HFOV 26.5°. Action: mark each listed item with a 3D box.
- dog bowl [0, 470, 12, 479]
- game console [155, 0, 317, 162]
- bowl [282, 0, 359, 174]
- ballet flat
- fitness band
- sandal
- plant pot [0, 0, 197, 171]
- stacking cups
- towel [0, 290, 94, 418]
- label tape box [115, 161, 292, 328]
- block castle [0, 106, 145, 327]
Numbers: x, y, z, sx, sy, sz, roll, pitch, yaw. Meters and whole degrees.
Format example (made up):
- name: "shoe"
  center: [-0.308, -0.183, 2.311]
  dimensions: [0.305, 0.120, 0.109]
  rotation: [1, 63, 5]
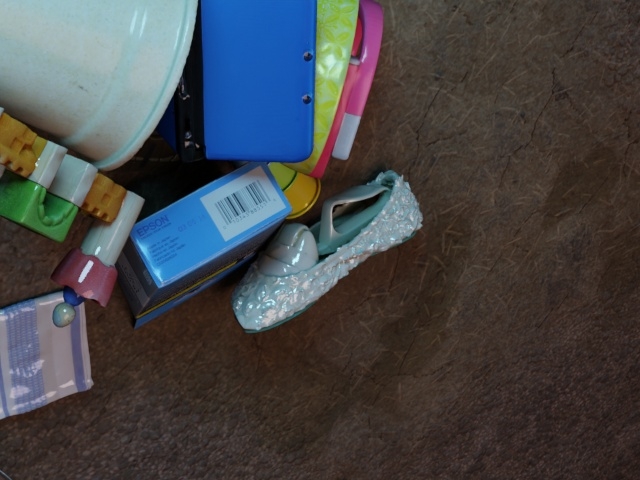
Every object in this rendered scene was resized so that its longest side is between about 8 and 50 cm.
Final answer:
- name: "dog bowl"
  center: [-0.599, 0.478, 2.073]
  dimensions: [0.348, 0.102, 0.349]
  rotation: [-1, 95, -16]
- name: "game console"
  center: [-0.140, -0.268, 1.897]
  dimensions: [0.173, 0.250, 0.293]
  rotation: [-16, 129, -25]
- name: "bowl"
  center: [-0.056, -0.256, 2.019]
  dimensions: [0.156, 0.289, 0.289]
  rotation: [14, 114, -8]
- name: "ballet flat"
  center: [0.000, 0.000, 2.313]
  dimensions: [0.409, 0.147, 0.147]
  rotation: [-33, 136, -28]
- name: "fitness band"
  center: [0.030, -0.234, 2.113]
  dimensions: [0.054, 0.209, 0.291]
  rotation: [14, 112, -11]
- name: "sandal"
  center: [-0.280, -0.149, 2.025]
  dimensions: [0.219, 0.060, 0.090]
  rotation: [2, 125, -57]
- name: "plant pot"
  center: [-0.365, -0.285, 1.689]
  dimensions: [0.305, 0.334, 0.334]
  rotation: [16, 109, -33]
- name: "stacking cups"
  center: [-0.121, -0.155, 2.138]
  dimensions: [0.096, 0.096, 0.316]
  rotation: [-47, 133, -2]
- name: "towel"
  center: [-0.490, 0.196, 2.116]
  dimensions: [0.285, 0.034, 0.209]
  rotation: [-19, 129, -28]
- name: "label tape box"
  center: [-0.200, 0.010, 2.134]
  dimensions: [0.240, 0.106, 0.333]
  rotation: [-30, 175, -20]
- name: "block castle"
  center: [-0.451, -0.056, 1.683]
  dimensions: [0.213, 0.303, 0.453]
  rotation: [-65, 158, -5]
